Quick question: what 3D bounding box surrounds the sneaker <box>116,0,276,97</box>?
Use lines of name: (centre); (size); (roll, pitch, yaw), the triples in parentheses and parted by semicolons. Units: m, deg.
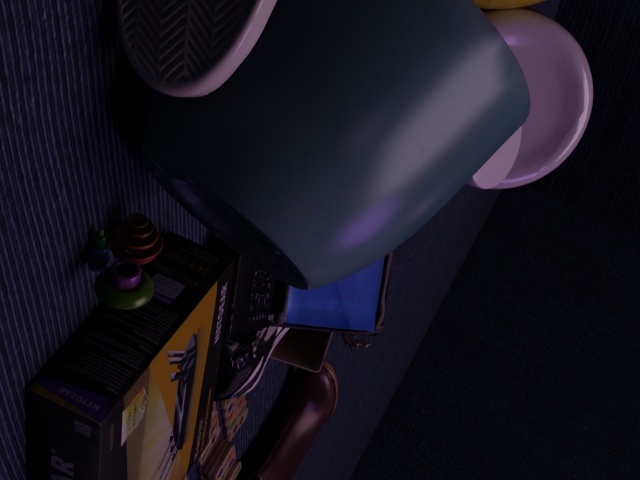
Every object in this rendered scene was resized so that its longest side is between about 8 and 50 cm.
sneaker: (-0.040, -0.272, 0.915); (0.350, 0.131, 0.148); (-69, 163, 11)

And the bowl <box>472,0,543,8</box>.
bowl: (0.123, -0.363, 1.301); (0.156, 0.289, 0.289); (-23, 164, 1)

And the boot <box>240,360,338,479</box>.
boot: (-0.057, 0.335, 2.050); (0.207, 0.090, 0.248); (-51, 164, -56)

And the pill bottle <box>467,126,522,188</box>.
pill bottle: (0.076, -0.130, 1.292); (0.146, 0.264, 0.146); (-25, 124, -44)

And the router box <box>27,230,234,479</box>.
router box: (-0.190, 0.181, 1.232); (0.243, 0.081, 0.309); (-54, 163, -44)

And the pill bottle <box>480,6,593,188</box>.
pill bottle: (0.184, -0.213, 1.533); (0.363, 0.210, 0.210); (-111, -141, -68)

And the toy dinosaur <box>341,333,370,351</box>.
toy dinosaur: (0.027, 0.111, 1.917); (0.064, 0.118, 0.268); (-27, -162, 25)

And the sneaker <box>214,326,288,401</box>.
sneaker: (-0.088, 0.108, 1.535); (0.217, 0.079, 0.121); (-69, 167, 11)

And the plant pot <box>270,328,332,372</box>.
plant pot: (-0.031, 0.103, 1.723); (0.096, 0.109, 0.109); (-69, 176, -63)

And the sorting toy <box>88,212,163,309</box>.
sorting toy: (-0.169, 0.010, 1.061); (0.102, 0.061, 0.042); (-87, -173, -50)

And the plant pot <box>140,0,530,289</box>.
plant pot: (-0.011, -0.103, 1.042); (0.235, 0.293, 0.293); (-51, 165, -11)

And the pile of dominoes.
pile of dominoes: (-0.141, 0.284, 1.728); (0.196, 0.040, 0.251); (-60, 166, -27)

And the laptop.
laptop: (0.000, 0.000, 1.459); (0.264, 0.136, 0.234); (1, 97, -77)
